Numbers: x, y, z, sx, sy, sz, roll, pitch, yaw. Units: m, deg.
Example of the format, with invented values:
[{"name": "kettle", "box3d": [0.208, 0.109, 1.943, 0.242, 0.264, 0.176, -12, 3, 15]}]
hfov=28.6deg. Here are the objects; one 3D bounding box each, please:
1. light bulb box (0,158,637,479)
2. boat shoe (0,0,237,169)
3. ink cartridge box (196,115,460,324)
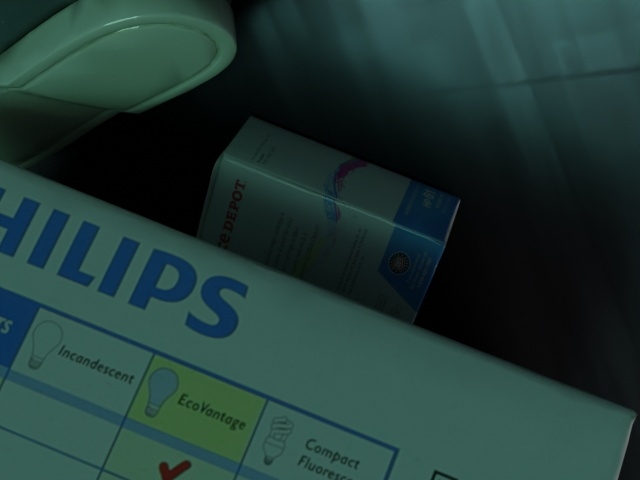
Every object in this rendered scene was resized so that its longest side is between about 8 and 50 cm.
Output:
[{"name": "light bulb box", "box3d": [-0.088, 0.200, 0.604, 0.357, 0.361, 0.225, 22, 163, 5]}, {"name": "boat shoe", "box3d": [-0.176, -0.100, 0.650, 0.319, 0.116, 0.099, -15, 73, 34]}, {"name": "ink cartridge box", "box3d": [0.000, 0.000, 0.662, 0.122, 0.052, 0.089, 21, 126, 3]}]
